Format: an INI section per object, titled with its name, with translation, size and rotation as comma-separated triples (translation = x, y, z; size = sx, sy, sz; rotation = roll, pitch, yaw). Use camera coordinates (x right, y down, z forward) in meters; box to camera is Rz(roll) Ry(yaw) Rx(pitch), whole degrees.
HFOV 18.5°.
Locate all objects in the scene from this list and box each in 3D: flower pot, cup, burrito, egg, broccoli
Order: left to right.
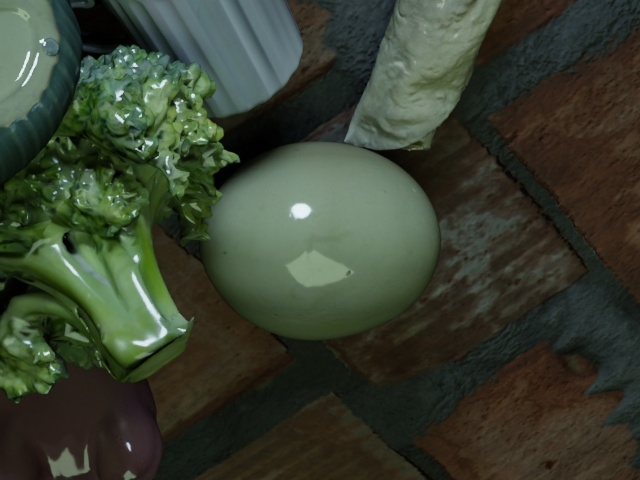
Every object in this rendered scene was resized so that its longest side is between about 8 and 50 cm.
[flower pot]
translation = -0.311, -0.145, 1.718
size = 0.189, 0.243, 0.157
rotation = 38, 155, -20
[broccoli]
translation = -0.238, -0.010, 1.925
size = 0.338, 0.317, 0.277
rotation = -9, 170, 19
[cup]
translation = -0.140, -0.242, 1.967
size = 0.167, 0.221, 0.202
rotation = -58, 139, -27
[egg]
translation = 0.000, 0.000, 2.137
size = 0.269, 0.219, 0.219
rotation = 8, 125, -18
[burrito]
translation = 0.133, -0.246, 2.073
size = 0.117, 0.076, 0.392
rotation = 3, 129, -25

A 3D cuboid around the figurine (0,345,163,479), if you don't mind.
[figurine]
translation = -0.293, 0.195, 2.230
size = 0.269, 0.261, 0.211
rotation = -11, 157, -8
